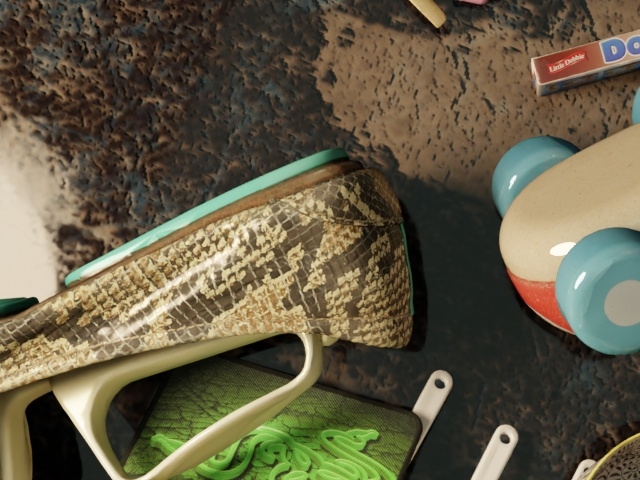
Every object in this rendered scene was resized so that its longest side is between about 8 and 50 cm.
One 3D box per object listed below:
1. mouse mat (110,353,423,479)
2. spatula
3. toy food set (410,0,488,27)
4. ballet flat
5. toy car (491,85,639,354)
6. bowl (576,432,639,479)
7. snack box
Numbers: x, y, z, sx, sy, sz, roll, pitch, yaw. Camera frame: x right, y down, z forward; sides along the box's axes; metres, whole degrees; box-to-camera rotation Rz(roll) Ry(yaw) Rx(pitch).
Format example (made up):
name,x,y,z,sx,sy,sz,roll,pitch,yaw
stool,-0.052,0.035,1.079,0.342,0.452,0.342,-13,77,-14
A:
name,x,y,z,sx,sy,sz,roll,pitch,yaw
mouse mat,-0.042,0.156,1.256,0.190,0.007,0.152,16,60,17
spatula,0.083,0.218,1.239,0.168,0.019,0.242,30,64,5
toy food set,0.107,-0.207,1.311,0.122,0.019,0.078,-43,83,-6
ballet flat,-0.167,0.086,1.238,0.483,0.164,0.182,-16,88,8
toy car,0.251,0.039,1.213,0.210,0.219,0.238,-28,112,3
bowl,0.209,0.206,1.224,0.170,0.080,0.170,2,85,-26
snack box,0.232,-0.134,1.267,0.178,0.064,0.022,-15,86,5
